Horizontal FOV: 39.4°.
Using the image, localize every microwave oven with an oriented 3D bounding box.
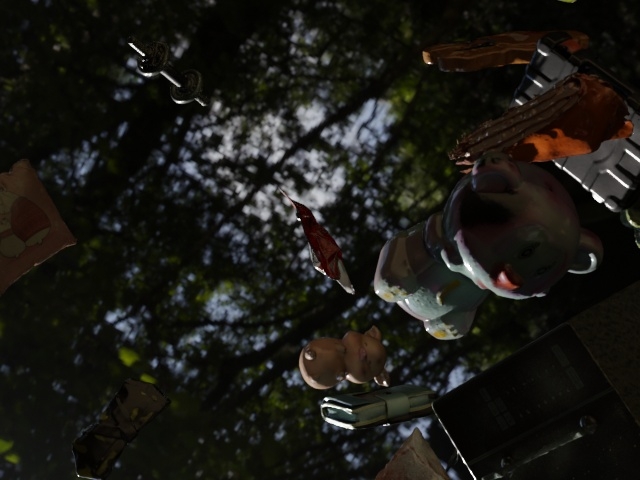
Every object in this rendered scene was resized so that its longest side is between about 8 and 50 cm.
[{"bbox_3d":[0.412,0.305,1.155,0.374,0.236,0.432,-14,-111,-52],"label":"microwave oven"}]

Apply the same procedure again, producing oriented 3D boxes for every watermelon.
[{"bbox_3d":[0.176,0.495,1.640,0.310,0.231,0.193,11,-156,-24],"label":"watermelon"}]

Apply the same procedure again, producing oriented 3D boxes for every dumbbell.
[{"bbox_3d":[-0.308,-0.344,1.834,0.081,0.081,0.254,50,-172,37],"label":"dumbbell"}]

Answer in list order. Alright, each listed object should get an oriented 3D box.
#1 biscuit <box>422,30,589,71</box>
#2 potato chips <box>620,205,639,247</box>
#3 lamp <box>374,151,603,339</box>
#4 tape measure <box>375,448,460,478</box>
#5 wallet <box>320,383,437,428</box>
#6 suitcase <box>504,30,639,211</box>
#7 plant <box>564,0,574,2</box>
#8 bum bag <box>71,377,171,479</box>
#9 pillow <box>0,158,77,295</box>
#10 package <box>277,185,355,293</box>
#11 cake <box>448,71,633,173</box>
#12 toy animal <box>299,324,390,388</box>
[{"bbox_3d":[0.387,-0.400,1.848,0.334,0.047,0.202,-8,-158,-6],"label":"biscuit"},{"bbox_3d":[0.674,0.067,1.680,0.358,0.070,0.429,55,-172,14],"label":"potato chips"},{"bbox_3d":[0.247,-0.005,1.339,0.247,0.301,0.247,39,-136,-17],"label":"lamp"},{"bbox_3d":[0.207,0.489,1.904,0.180,0.104,0.107,-39,-104,-22],"label":"tape measure"},{"bbox_3d":[0.150,0.407,2.202,0.251,0.074,0.176,-5,180,-27],"label":"wallet"},{"bbox_3d":[0.461,-0.206,1.540,0.066,0.206,0.285,-25,-122,-35],"label":"suitcase"},{"bbox_3d":[0.259,-0.332,1.099,0.122,0.117,0.104,49,-146,-24],"label":"plant"},{"bbox_3d":[-0.414,0.383,1.816,0.107,0.232,0.060,39,164,10],"label":"bum bag"},{"bbox_3d":[-0.650,-0.029,1.877,0.236,0.084,0.223,-38,-70,-37],"label":"pillow"},{"bbox_3d":[0.000,0.000,2.051,0.269,0.071,0.194,67,-175,28],"label":"package"},{"bbox_3d":[0.335,-0.181,1.409,0.135,0.288,0.098,54,-155,-49],"label":"cake"},{"bbox_3d":[0.064,0.333,2.458,0.250,0.166,0.154,-5,-179,-14],"label":"toy animal"}]
